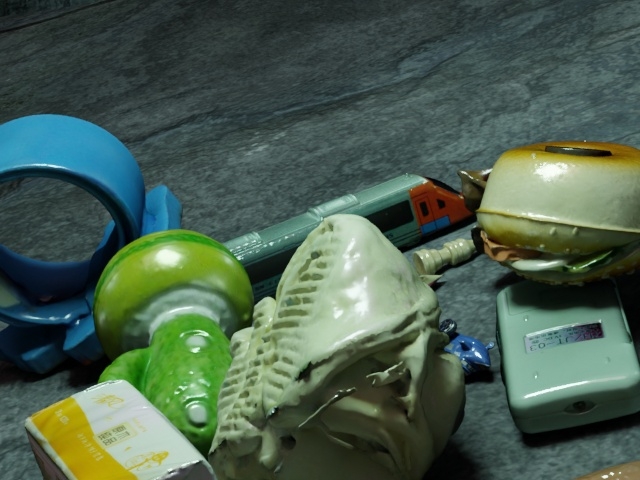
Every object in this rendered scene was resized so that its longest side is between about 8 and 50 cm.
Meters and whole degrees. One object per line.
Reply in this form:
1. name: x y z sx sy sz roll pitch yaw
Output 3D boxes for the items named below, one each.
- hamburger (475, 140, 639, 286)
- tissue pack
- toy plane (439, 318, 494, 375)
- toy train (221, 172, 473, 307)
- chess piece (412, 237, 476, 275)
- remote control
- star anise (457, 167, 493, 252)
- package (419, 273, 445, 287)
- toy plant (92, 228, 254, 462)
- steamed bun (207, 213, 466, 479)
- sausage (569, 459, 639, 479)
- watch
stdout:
1. hamburger: 0.276 -0.032 2.000 0.236 0.147 0.237 1 11 0
2. tissue pack: -0.163 0.254 1.690 0.124 0.185 0.225 -23 23 -18
3. toy plane: 0.125 0.120 2.005 0.167 0.054 0.062 15 63 52
4. toy train: 0.000 0.000 2.329 0.409 0.089 0.086 -22 17 -14
5. chess piece: 0.161 0.016 2.249 0.092 0.035 0.035 -19 21 -18
6. remote control: 0.254 0.109 1.922 0.140 0.056 0.296 -11 21 6
7. star anise: 0.267 -0.034 2.195 0.220 0.099 0.214 7 28 3
8. package: 0.109 0.056 2.190 0.059 0.029 0.083 -13 10 28
9. toy plant: -0.148 0.128 2.028 0.224 0.184 0.316 -3 29 -15
10. steamed bun: 0.038 0.135 1.799 0.268 0.207 0.280 -48 23 37
11. sausage: 0.180 0.259 1.567 0.289 0.086 0.086 -17 22 -6
12. watch: -0.341 0.006 2.247 0.305 0.274 0.241 -36 27 18
